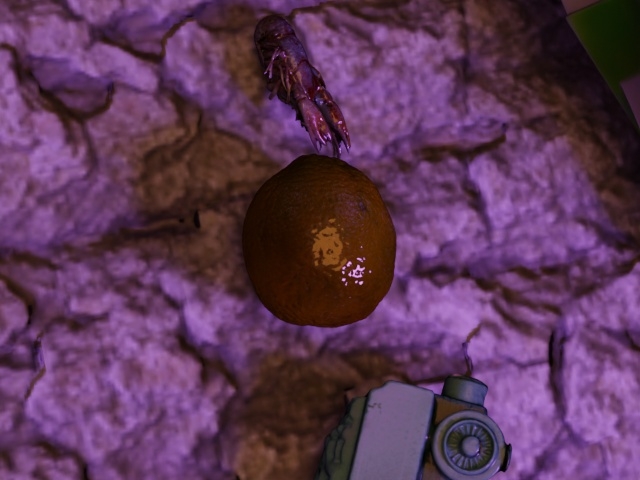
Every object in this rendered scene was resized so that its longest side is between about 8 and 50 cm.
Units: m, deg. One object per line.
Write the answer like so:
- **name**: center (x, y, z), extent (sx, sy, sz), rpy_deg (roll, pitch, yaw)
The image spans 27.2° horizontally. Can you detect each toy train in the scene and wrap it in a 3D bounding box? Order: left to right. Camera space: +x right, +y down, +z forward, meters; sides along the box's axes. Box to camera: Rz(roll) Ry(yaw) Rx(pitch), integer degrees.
- **toy train**: center (0.042, 0.152, 0.708), extent (0.099, 0.070, 0.172), rpy_deg (14, 76, 0)

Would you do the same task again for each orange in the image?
- **orange**: center (0.000, 0.000, 0.717), extent (0.085, 0.085, 0.095), rpy_deg (0, 85, -13)

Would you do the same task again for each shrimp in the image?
- **shrimp**: center (-0.013, -0.086, 0.753), extent (0.029, 0.038, 0.092), rpy_deg (-35, 89, 26)

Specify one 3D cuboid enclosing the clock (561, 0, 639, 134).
- **clock**: center (0.280, -0.104, 0.723), extent (0.166, 0.235, 0.309), rpy_deg (-34, 100, -60)
